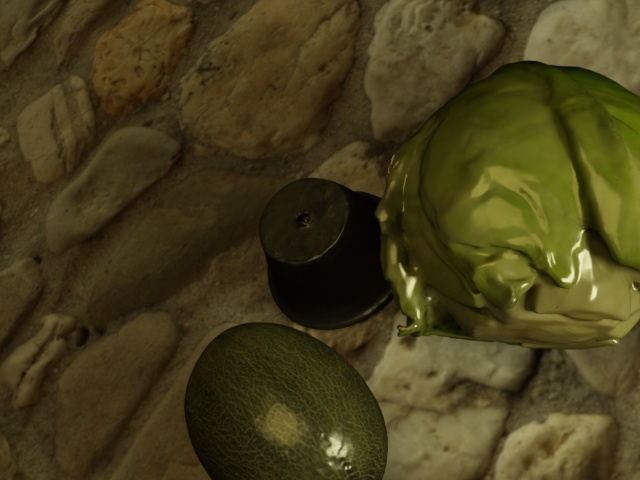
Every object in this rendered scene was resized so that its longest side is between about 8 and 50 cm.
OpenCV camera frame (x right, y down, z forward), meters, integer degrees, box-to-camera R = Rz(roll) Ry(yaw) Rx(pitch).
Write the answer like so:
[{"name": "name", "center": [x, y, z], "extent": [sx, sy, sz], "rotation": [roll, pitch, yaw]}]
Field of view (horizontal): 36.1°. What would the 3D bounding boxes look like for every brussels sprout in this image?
[{"name": "brussels sprout", "center": [0.282, -0.050, 1.236], "extent": [0.425, 0.342, 0.361], "rotation": [-1, 72, 11]}]

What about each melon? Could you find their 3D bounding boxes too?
[{"name": "melon", "center": [-0.051, 0.242, 1.305], "extent": [0.237, 0.237, 0.301], "rotation": [-47, 56, -4]}]

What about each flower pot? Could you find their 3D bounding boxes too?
[{"name": "flower pot", "center": [0.000, 0.000, 1.456], "extent": [0.235, 0.148, 0.235], "rotation": [-11, 61, 20]}]
